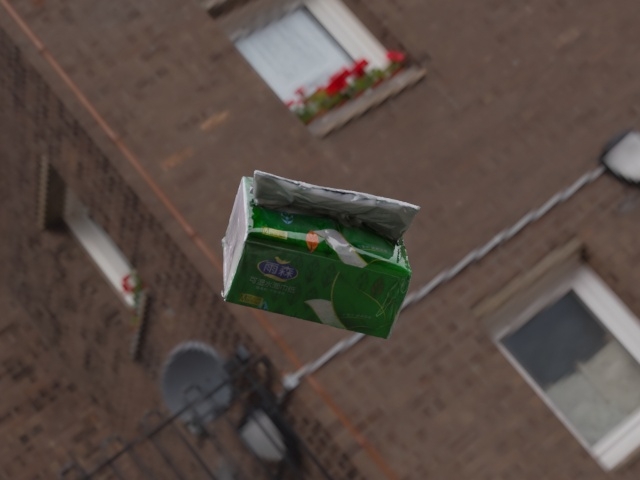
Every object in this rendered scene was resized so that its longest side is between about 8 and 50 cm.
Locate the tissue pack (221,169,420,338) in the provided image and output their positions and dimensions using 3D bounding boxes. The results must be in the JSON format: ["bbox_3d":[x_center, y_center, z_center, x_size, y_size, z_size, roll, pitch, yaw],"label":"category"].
[{"bbox_3d":[0.001,-0.001,1.676,0.148,0.209,0.156,-99,25,-62],"label":"tissue pack"}]
